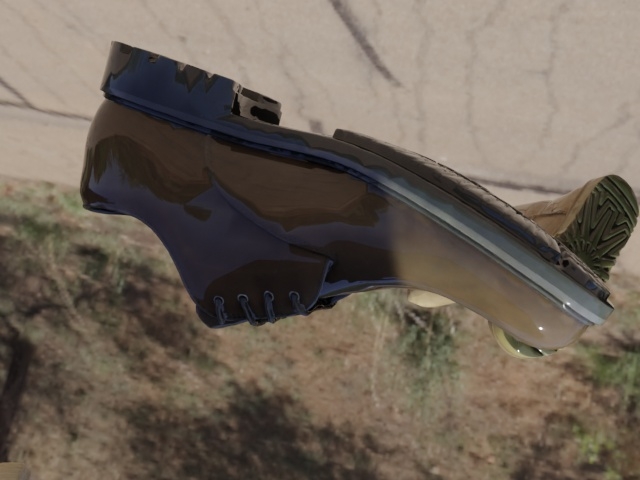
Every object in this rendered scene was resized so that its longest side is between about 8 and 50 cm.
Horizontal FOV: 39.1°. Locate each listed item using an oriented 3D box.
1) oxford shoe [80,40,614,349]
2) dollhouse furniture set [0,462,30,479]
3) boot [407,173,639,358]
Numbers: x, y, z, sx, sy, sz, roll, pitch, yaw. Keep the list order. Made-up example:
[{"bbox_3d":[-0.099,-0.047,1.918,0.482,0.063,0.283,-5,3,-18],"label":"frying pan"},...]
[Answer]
[{"bbox_3d":[0.000,0.000,0.358,0.227,0.096,0.083,23,-176,24],"label":"oxford shoe"},{"bbox_3d":[-0.334,0.151,0.555,0.201,0.152,0.374,-5,130,12],"label":"dollhouse furniture set"},{"bbox_3d":[0.179,0.042,0.945,0.089,0.236,0.269,53,150,-11],"label":"boot"}]
